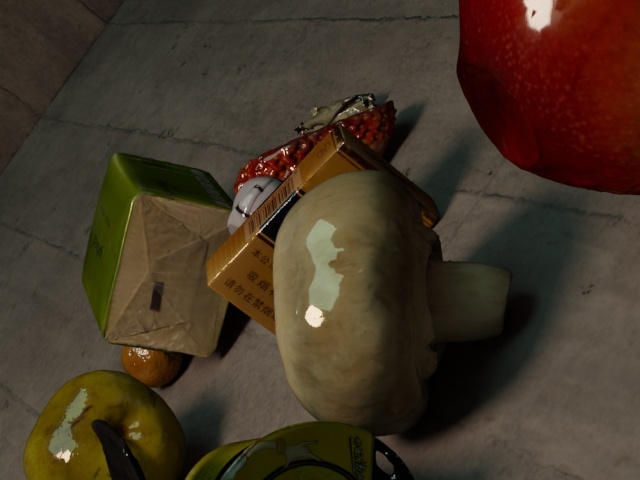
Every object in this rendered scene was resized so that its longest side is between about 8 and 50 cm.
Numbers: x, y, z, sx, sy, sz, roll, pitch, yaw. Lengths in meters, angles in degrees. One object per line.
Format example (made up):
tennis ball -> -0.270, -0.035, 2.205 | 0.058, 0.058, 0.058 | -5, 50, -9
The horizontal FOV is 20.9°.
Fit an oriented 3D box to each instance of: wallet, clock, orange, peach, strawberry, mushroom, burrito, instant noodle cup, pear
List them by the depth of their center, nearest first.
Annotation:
peach -> 0.287, -0.217, 1.509 | 0.388, 0.388, 0.388 | -42, 25, 24
wallet -> -0.128, 0.314, 1.569 | 0.041, 0.323, 0.247 | -22, 6, -10
instant noodle cup -> -0.039, 0.271, 1.642 | 0.215, 0.215, 0.236 | -59, 15, -14
mushroom -> 0.074, 0.063, 1.711 | 0.234, 0.260, 0.254 | -6, 28, 11
pear -> -0.259, 0.259, 2.073 | 0.200, 0.200, 0.200 | -42, 25, 24
clock -> -0.041, -0.024, 2.108 | 0.080, 0.176, 0.117 | 21, 68, 32
strawberry -> -0.005, -0.082, 2.215 | 0.175, 0.107, 0.236 | -23, 0, -42
orange -> -0.223, 0.156, 2.298 | 0.085, 0.085, 0.085 | -42, 25, 24
burrito -> 0.023, -0.168, 2.352 | 0.051, 0.042, 0.171 | -58, 20, -21

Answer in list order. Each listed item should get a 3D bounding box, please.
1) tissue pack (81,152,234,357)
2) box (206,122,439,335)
tissue pack -> -0.212, 0.014, 2.296 | 0.275, 0.167, 0.200 | -131, 53, -72
box -> 0.000, 0.000, 2.001 | 0.237, 0.152, 0.070 | -45, 23, 18
